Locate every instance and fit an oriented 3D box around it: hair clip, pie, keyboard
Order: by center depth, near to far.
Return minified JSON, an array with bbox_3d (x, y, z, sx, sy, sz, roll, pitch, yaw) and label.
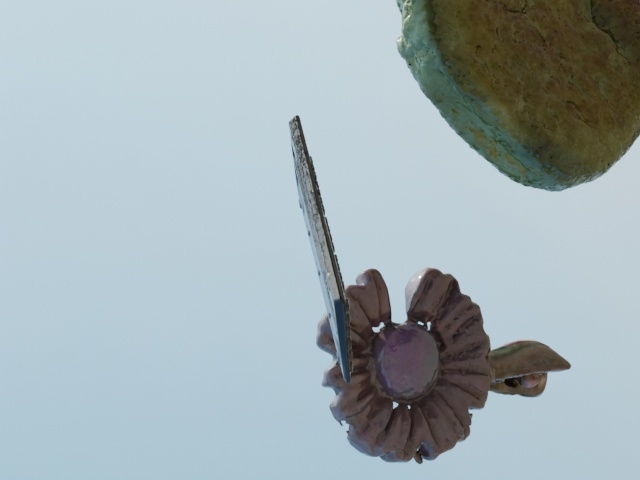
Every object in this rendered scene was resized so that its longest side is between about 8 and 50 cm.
[{"bbox_3d":[0.000,0.000,1.035,0.202,0.011,0.067,-104,6,-54],"label":"keyboard"},{"bbox_3d":[0.170,-0.175,1.385,0.277,0.078,0.277,14,-117,-30],"label":"pie"},{"bbox_3d":[0.126,0.113,1.511,0.300,0.069,0.173,4,-102,-44],"label":"hair clip"}]
